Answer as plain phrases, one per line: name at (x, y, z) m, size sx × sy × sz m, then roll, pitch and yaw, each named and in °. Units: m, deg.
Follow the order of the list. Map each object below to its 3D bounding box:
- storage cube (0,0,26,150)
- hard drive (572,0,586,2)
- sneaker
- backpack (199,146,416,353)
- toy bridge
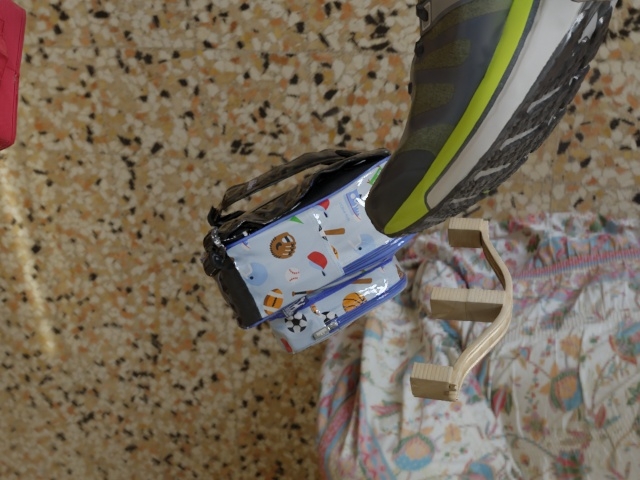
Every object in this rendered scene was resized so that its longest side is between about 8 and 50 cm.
storage cube at (-0.463, -0.191, 0.766) m, size 0.215 × 0.193 × 0.183 m, roll -12°, pitch 69°, yaw 24°
hard drive at (0.092, -0.240, 0.069) m, size 0.233 × 0.047 × 0.352 m, roll -14°, pitch 98°, yaw 39°
sneaker at (0.090, -0.138, 0.377) m, size 0.121 × 0.111 × 0.299 m, roll 34°, pitch 112°, yaw 22°
backpack at (0.000, 0.000, 0.895) m, size 0.263 × 0.276 × 0.213 m, roll -35°, pitch 103°, yaw 0°
toy bridge at (0.120, 0.051, 0.572) m, size 0.063 × 0.188 × 0.026 m, roll 3°, pitch 132°, yaw 20°
